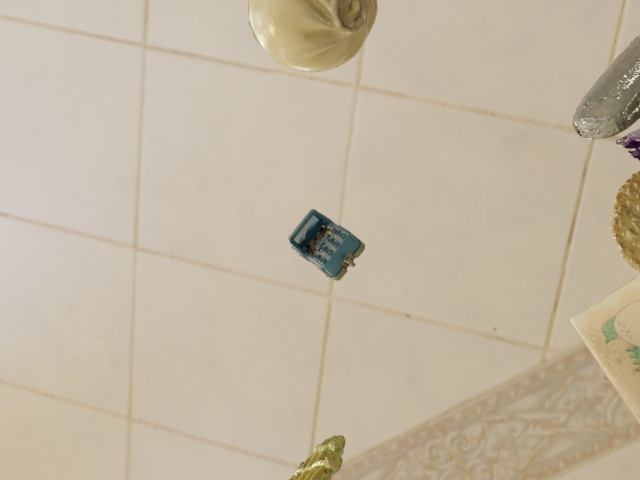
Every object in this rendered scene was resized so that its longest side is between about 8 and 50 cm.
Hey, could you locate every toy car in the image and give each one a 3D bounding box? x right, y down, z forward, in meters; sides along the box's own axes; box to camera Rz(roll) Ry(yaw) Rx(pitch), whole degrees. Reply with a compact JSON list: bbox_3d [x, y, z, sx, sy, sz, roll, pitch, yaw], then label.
[{"bbox_3d":[0.000,0.000,2.094,0.100,0.191,0.097,41,86,-34],"label":"toy car"}]

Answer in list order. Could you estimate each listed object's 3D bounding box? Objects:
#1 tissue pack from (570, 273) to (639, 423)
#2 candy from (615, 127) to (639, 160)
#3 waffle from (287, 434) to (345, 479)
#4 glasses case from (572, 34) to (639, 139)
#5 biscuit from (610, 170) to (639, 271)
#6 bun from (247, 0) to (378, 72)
[{"bbox_3d":[0.573,0.220,1.735,0.170,0.071,0.325,-38,74,19],"label":"tissue pack"},{"bbox_3d":[0.567,-0.156,1.492,0.145,0.070,0.275,22,155,-30],"label":"candy"},{"bbox_3d":[-0.028,0.304,1.207,0.036,0.183,0.169,38,112,-3],"label":"waffle"},{"bbox_3d":[0.517,-0.267,1.719,0.109,0.282,0.067,9,143,55],"label":"glasses case"},{"bbox_3d":[0.557,-0.033,1.617,0.220,0.033,0.219,-9,66,22],"label":"biscuit"},{"bbox_3d":[0.002,-0.288,1.286,0.120,0.173,0.172,26,121,45],"label":"bun"}]
